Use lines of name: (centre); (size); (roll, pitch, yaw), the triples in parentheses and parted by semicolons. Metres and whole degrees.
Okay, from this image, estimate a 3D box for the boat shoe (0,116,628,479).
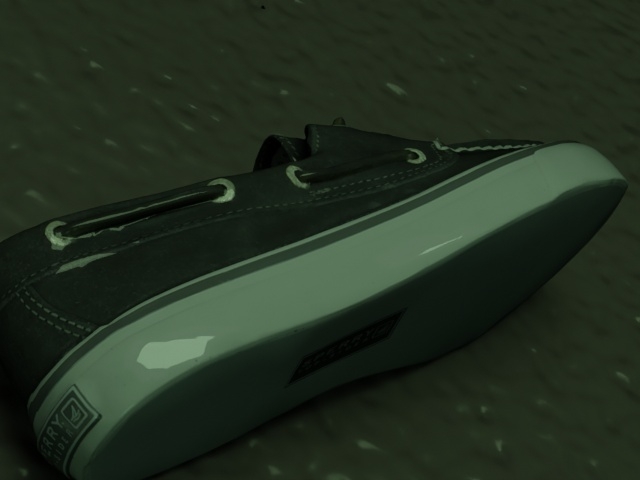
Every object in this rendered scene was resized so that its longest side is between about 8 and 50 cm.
boat shoe: (0.000, 0.000, 0.465); (0.228, 0.080, 0.076); (-22, 64, -38)
